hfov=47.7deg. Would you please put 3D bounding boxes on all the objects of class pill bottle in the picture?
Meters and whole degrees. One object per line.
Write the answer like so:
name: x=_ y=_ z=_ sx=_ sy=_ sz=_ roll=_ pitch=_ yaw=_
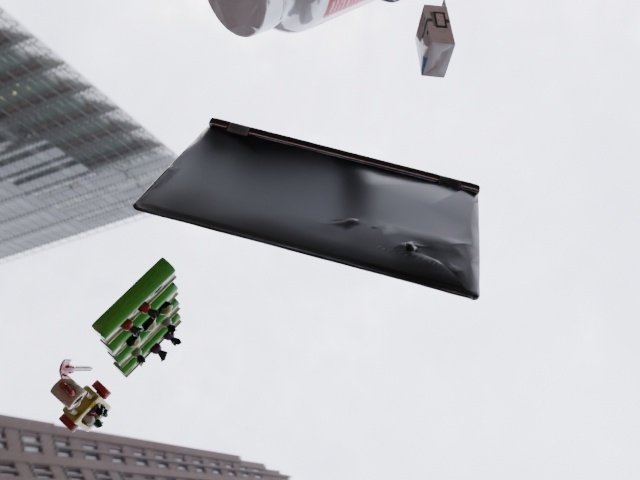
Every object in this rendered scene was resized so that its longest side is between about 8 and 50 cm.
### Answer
pill bottle: x=-0.010 y=-0.522 z=1.338 sx=0.229 sy=0.229 sz=0.407 roll=35 pitch=-129 yaw=29

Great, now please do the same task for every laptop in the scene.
laptop: x=0.000 y=0.000 z=0.984 sx=0.381 sy=0.408 sz=0.236 roll=15 pitch=-115 yaw=4

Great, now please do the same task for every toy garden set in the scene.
toy garden set: x=-0.241 y=0.145 z=0.883 sx=0.049 sy=0.244 sz=0.204 roll=40 pitch=-111 yaw=7

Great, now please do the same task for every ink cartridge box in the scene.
ink cartridge box: x=0.126 y=-0.228 z=0.809 sx=0.028 sy=0.048 sz=0.083 roll=3 pitch=-128 yaw=-7

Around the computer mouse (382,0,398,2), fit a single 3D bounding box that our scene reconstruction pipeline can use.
computer mouse: x=0.158 y=-0.467 z=1.175 sx=0.193 sy=0.106 sz=0.042 roll=-35 pitch=-126 yaw=34
